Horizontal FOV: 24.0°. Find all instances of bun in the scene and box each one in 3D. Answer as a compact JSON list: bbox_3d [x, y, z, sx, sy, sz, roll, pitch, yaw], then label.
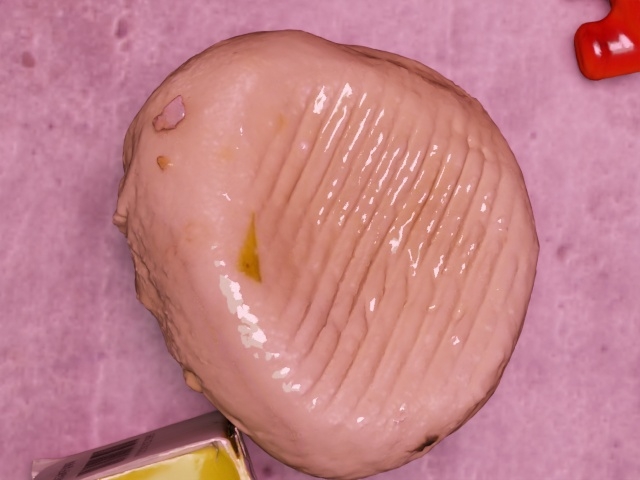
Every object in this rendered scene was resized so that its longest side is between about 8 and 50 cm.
[{"bbox_3d":[0.000,0.000,0.865,0.259,0.160,0.259,5,77,-24],"label":"bun"}]

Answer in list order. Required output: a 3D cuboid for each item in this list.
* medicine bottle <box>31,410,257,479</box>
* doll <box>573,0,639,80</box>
[{"bbox_3d":[-0.077,0.234,0.872,0.141,0.137,0.250,-18,91,-2],"label":"medicine bottle"},{"bbox_3d":[0.271,-0.168,0.919,0.245,0.076,0.142,-14,90,2],"label":"doll"}]
